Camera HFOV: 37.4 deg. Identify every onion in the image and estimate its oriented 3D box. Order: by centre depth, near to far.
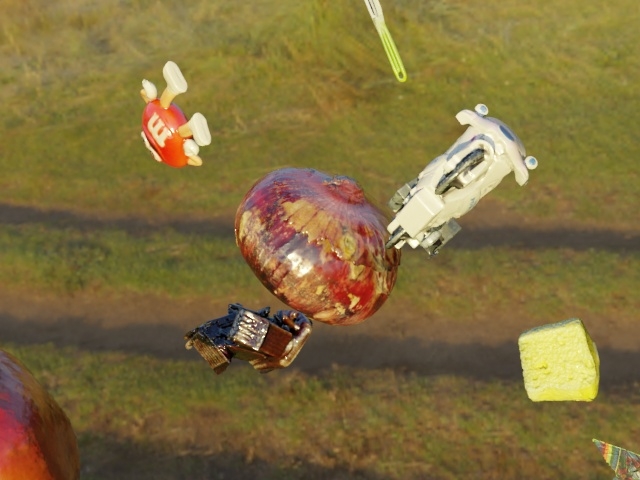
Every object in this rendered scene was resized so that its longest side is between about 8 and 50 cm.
[{"bbox_3d":[0.000,0.000,1.266,0.246,0.190,0.246,29,19,-11],"label":"onion"}]

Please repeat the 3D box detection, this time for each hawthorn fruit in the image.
[{"bbox_3d":[-0.387,0.219,0.990,0.287,0.330,0.287,4,35,-3],"label":"hawthorn fruit"}]

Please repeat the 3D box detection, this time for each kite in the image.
[{"bbox_3d":[0.416,0.318,1.289,0.090,0.004,0.122,-26,72,-18],"label":"kite"}]

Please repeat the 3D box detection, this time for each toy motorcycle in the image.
[{"bbox_3d":[0.144,-0.060,1.021,0.150,0.102,0.221,-39,-7,-27],"label":"toy motorcycle"}]

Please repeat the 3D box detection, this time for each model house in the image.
[{"bbox_3d":[-0.130,0.158,1.666,0.203,0.164,0.141,-29,40,49],"label":"model house"}]

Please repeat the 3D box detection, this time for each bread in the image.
[{"bbox_3d":[0.373,0.189,1.466,0.114,0.129,0.111,-10,-19,16],"label":"bread"}]

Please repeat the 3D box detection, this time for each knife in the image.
[{"bbox_3d":[0.103,-0.349,1.566,0.022,0.184,0.026,-17,10,37],"label":"knife"}]

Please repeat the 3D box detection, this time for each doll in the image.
[{"bbox_3d":[-0.271,-0.207,1.691,0.085,0.183,0.217,-28,-2,-27],"label":"doll"}]
